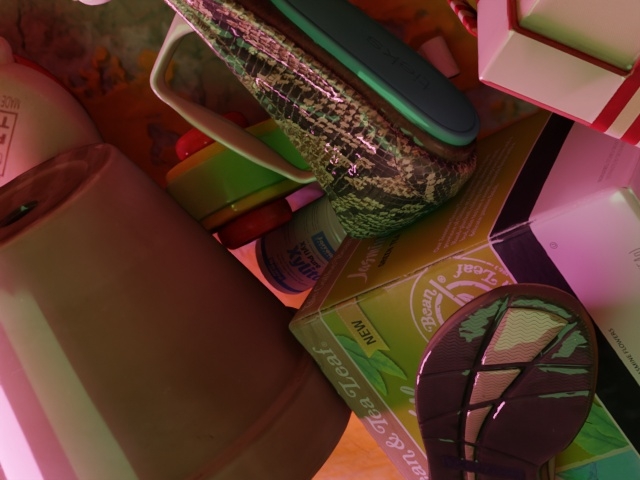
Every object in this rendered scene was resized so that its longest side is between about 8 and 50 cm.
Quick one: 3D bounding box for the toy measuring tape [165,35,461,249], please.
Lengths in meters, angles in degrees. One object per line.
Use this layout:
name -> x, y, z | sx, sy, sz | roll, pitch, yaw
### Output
toy measuring tape -> -0.033, -0.075, 1.323 | 0.330, 0.121, 0.121 | -28, 108, 37

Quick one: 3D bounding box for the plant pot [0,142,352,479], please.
plant pot -> -0.177, 0.087, 1.274 | 0.323, 0.323, 0.280 | -17, 115, 34

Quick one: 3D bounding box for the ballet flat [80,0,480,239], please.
ballet flat -> -0.087, -0.189, 1.208 | 0.483, 0.164, 0.182 | 48, 120, -3

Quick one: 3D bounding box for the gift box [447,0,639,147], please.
gift box -> 0.251, -0.202, 1.026 | 0.255, 0.276, 0.258 | 24, 128, -9

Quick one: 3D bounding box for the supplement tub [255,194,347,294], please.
supplement tub -> 0.000, 0.000, 1.397 | 0.107, 0.071, 0.071 | -28, 108, 38

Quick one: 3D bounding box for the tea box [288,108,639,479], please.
tea box -> 0.217, 0.082, 1.255 | 0.323, 0.220, 0.329 | -25, 110, 37

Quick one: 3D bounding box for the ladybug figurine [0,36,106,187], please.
ladybug figurine -> -0.326, -0.003, 1.465 | 0.305, 0.162, 0.449 | 15, 124, -7

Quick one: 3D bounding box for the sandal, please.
sandal -> 0.130, 0.123, 1.133 | 0.120, 0.086, 0.302 | 14, 143, 9
